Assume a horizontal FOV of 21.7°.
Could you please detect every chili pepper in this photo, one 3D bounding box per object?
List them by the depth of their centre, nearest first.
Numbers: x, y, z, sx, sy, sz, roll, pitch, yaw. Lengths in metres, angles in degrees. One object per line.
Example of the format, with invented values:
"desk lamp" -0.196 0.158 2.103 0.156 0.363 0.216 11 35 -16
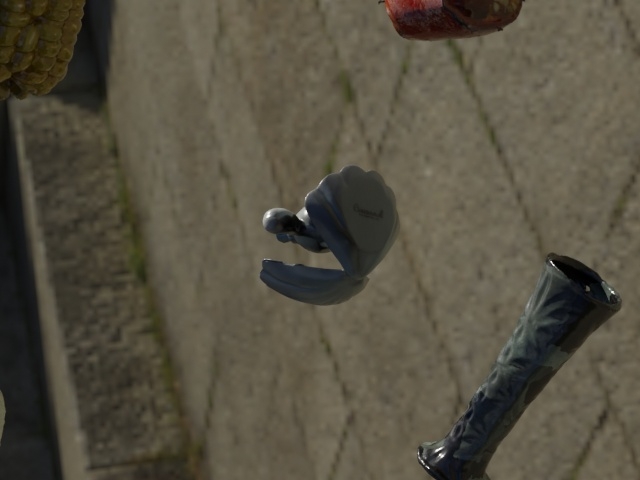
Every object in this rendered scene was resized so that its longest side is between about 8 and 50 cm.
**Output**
"chili pepper" 0.105 -0.228 1.590 0.192 0.086 0.084 10 74 58

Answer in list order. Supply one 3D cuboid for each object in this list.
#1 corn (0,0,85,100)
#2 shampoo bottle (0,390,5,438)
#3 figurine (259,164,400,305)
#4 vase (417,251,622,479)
"corn" -0.175 -0.227 0.991 0.102 0.102 0.313 -121 40 -56
"shampoo bottle" -0.180 0.054 0.588 0.045 0.152 0.077 -1 64 39
"figurine" 0.000 0.000 1.085 0.086 0.094 0.082 -18 66 47
"vase" 0.130 0.091 1.103 0.167 0.059 0.059 -58 31 18
